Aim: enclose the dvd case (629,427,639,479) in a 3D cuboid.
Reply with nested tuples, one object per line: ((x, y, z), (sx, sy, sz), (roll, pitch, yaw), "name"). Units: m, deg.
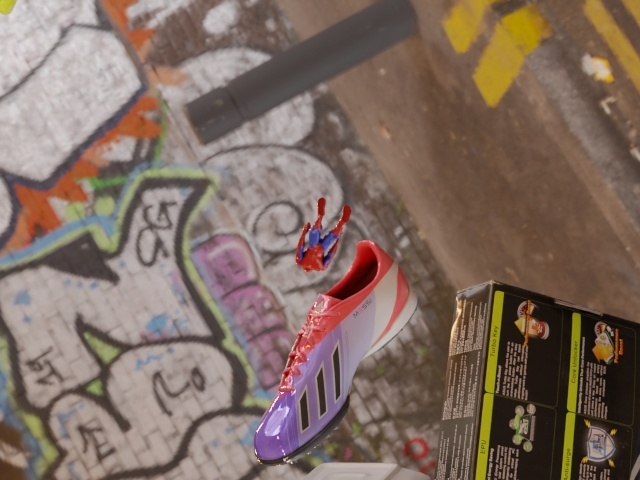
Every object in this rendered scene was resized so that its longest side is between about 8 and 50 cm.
((0.178, -0.009, 0.401), (0.018, 0.221, 0.165), (17, 139, 15), "dvd case")

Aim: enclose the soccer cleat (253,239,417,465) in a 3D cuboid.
((0.005, 0.137, 1.152), (0.108, 0.318, 0.116), (5, 136, 47), "soccer cleat")

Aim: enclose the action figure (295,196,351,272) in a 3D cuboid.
((0.000, 0.000, 0.853), (0.115, 0.038, 0.030), (115, 166, -55), "action figure")

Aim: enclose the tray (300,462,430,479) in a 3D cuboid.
((0.000, 0.271, 0.905), (0.270, 0.145, 0.030), (-18, -79, -64), "tray")

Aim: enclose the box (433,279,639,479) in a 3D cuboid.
((0.149, 0.136, 0.497), (0.045, 0.184, 0.191), (147, 135, -65), "box")

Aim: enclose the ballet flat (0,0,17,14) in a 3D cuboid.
((-0.133, -0.186, 0.339), (0.231, 0.077, 0.077), (80, 170, -51), "ballet flat")
